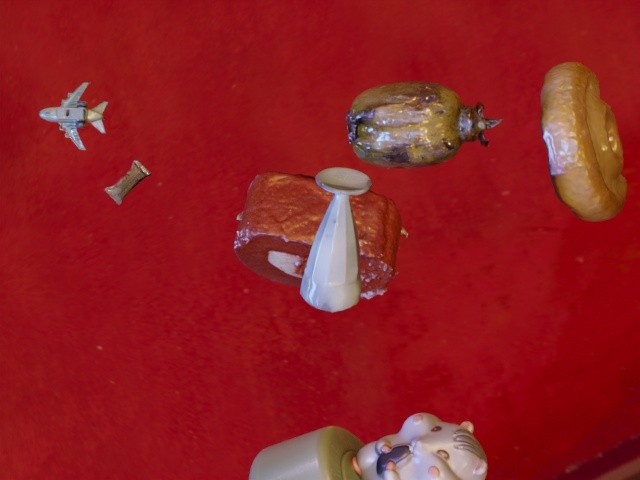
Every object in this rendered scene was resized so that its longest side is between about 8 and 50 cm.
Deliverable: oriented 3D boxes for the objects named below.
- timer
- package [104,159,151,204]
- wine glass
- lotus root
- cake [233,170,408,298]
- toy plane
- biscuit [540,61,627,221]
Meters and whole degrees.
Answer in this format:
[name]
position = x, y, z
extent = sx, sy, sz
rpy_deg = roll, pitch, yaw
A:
[timer]
position = 0.098, 0.370, 1.536
extent = 0.315, 0.291, 0.290
rpy_deg = -33, 99, 17
[package]
position = -0.318, -0.097, 1.728
extent = 0.037, 0.015, 0.110
rpy_deg = 43, 36, -8
[wine glass]
position = 0.020, -0.002, 1.195
extent = 0.073, 0.073, 0.155
rpy_deg = -2, 118, -19
[lotus root]
position = 0.180, -0.202, 1.819
extent = 0.278, 0.154, 0.154
rpy_deg = -2, 87, 13
[cake]
position = 0.000, 0.000, 1.732
extent = 0.283, 0.177, 0.150
rpy_deg = 10, 54, 1
[toy plane]
position = -0.292, -0.148, 1.234
extent = 0.083, 0.033, 0.080
rpy_deg = 3, 90, 0
[biscuit]
position = 0.440, -0.155, 1.736
extent = 0.213, 0.091, 0.274
rpy_deg = -45, 120, -55
